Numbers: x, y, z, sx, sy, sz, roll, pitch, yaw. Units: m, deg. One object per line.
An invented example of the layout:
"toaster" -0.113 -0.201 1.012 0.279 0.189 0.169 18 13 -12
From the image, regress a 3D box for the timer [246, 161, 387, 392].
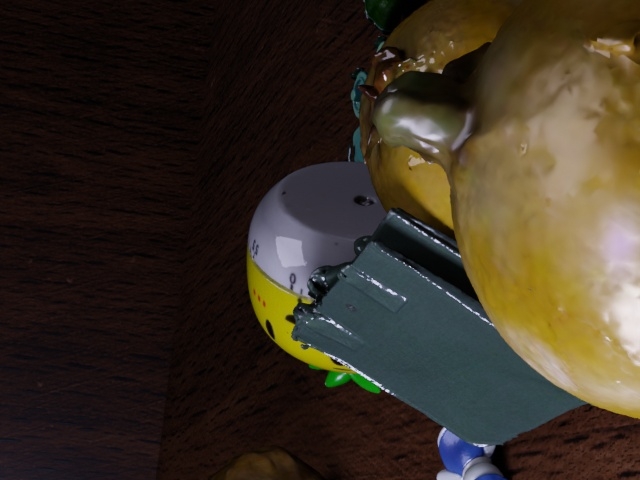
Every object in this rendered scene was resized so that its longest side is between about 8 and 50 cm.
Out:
"timer" 0.039 0.069 1.433 0.285 0.285 0.285 -170 90 -73

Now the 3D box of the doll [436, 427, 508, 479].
"doll" 0.161 0.232 1.263 0.099 0.058 0.143 -51 28 17

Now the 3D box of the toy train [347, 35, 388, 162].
"toy train" 0.111 -0.164 1.571 0.203 0.112 0.163 132 137 -64

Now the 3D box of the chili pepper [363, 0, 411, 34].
"chili pepper" 0.121 -0.416 1.694 0.270 0.099 0.136 127 158 -64

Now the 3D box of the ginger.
"ginger" -0.074 0.415 1.652 0.269 0.223 0.200 -93 25 -43

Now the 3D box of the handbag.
"handbag" 0.115 0.089 1.141 0.079 0.260 0.247 -63 6 -27

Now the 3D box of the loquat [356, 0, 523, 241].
"loquat" 0.158 -0.112 1.126 0.275 0.275 0.275 -170 90 -73

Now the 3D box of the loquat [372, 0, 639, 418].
"loquat" 0.210 -0.050 0.780 0.328 0.359 0.328 -166 90 -85
